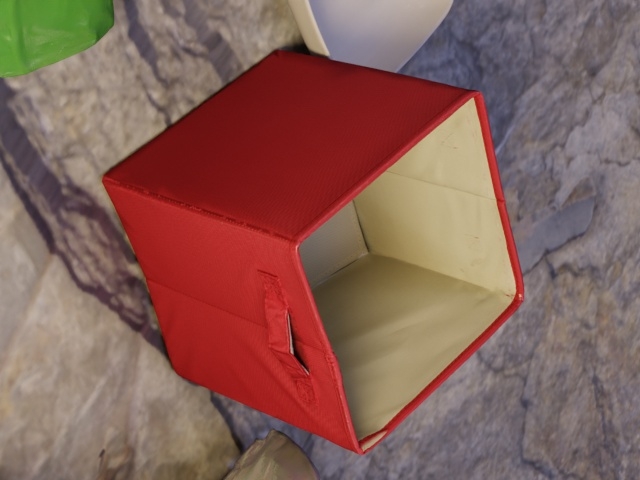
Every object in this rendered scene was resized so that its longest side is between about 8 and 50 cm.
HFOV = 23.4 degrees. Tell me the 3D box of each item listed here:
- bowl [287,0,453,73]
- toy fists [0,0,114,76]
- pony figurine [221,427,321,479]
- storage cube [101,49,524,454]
[{"bbox_3d":[0.028,-0.193,1.144,0.142,0.053,0.142,-49,134,-25],"label":"bowl"},{"bbox_3d":[-0.132,-0.213,0.934,0.279,0.096,0.142,-32,135,-38],"label":"toy fists"},{"bbox_3d":[-0.091,0.277,1.012,0.363,0.351,0.302,17,88,-30],"label":"pony figurine"},{"bbox_3d":[0.000,0.000,1.078,0.215,0.193,0.183,-41,130,-32],"label":"storage cube"}]
